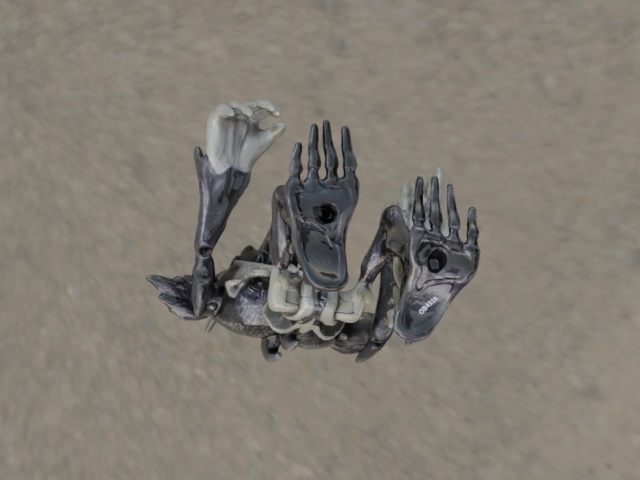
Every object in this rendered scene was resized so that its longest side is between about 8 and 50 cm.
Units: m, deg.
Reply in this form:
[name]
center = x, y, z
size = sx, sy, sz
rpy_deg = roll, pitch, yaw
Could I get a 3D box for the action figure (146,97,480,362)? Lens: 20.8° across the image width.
[action figure]
center = 0.000, 0.000, 1.022
size = 0.164, 0.275, 0.141
rpy_deg = 18, 78, -15
